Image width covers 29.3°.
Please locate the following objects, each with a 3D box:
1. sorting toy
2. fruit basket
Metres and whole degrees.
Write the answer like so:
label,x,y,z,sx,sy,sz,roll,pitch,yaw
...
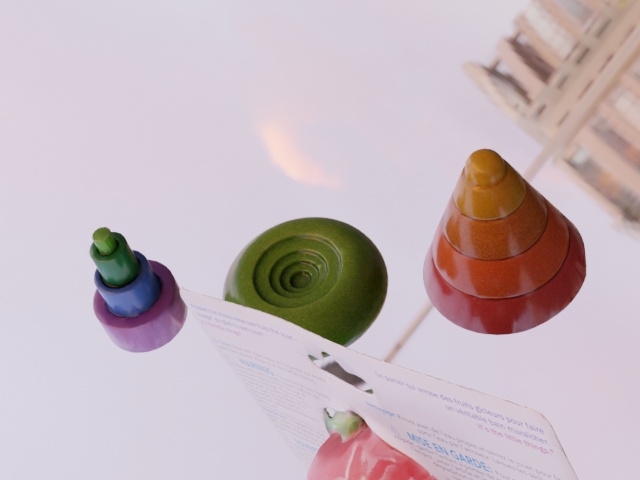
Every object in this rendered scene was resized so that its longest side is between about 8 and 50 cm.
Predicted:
label,x,y,z,sx,sy,sz,roll,pitch,yaw
sorting toy,0.000,0.000,0.870,0.126,0.365,0.127,70,-165,-50
fruit basket,0.092,0.175,0.714,0.327,0.165,0.353,12,135,55
